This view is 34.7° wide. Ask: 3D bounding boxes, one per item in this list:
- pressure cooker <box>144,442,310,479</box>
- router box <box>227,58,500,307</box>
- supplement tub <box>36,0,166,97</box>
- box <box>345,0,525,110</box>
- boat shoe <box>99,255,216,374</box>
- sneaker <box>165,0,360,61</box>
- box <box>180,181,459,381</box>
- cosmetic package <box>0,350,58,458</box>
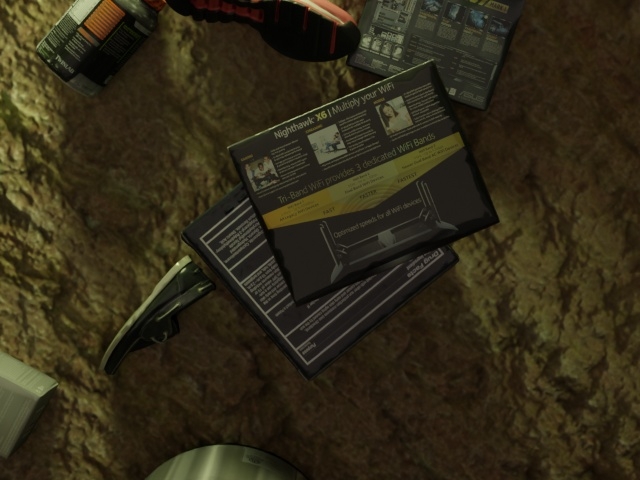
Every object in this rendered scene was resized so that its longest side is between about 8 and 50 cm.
[{"bbox_3d":[-0.161,0.526,1.522,0.370,0.420,0.375,-14,98,2],"label":"pressure cooker"},{"bbox_3d":[0.059,-0.079,1.424,0.309,0.081,0.243,-22,96,2],"label":"router box"},{"bbox_3d":[-0.330,-0.322,1.561,0.117,0.117,0.190,43,96,-4],"label":"supplement tub"},{"bbox_3d":[0.176,-0.320,1.578,0.233,0.059,0.183,18,98,0],"label":"box"},{"bbox_3d":[-0.264,0.133,1.639,0.079,0.084,0.233,42,94,-4],"label":"boat shoe"},{"bbox_3d":[-0.077,-0.380,1.540,0.314,0.116,0.136,21,59,0],"label":"sneaker"},{"bbox_3d":[0.000,0.000,1.563,0.296,0.183,0.294,-39,94,5],"label":"box"},{"bbox_3d":[-0.566,0.234,1.653,0.238,0.107,0.127,31,98,0],"label":"cosmetic package"}]
